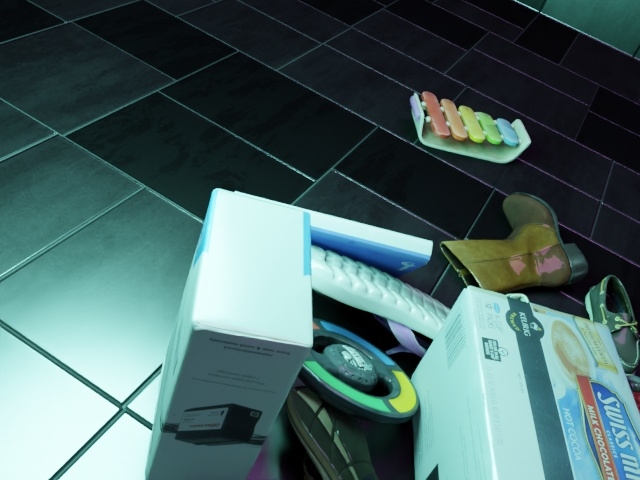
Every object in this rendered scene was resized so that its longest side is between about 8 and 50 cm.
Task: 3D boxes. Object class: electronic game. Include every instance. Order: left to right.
[{"bbox_3d":[0.043,0.185,0.974,0.229,0.048,0.229,28,15,-8],"label":"electronic game"}]

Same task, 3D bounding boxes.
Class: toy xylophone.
[{"bbox_3d":[0.365,-0.301,1.714,0.322,0.081,0.236,5,41,-19],"label":"toy xylophone"}]

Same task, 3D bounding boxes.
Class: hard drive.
[{"bbox_3d":[0.000,0.000,1.117,0.318,0.210,0.040,14,76,-9],"label":"hard drive"}]

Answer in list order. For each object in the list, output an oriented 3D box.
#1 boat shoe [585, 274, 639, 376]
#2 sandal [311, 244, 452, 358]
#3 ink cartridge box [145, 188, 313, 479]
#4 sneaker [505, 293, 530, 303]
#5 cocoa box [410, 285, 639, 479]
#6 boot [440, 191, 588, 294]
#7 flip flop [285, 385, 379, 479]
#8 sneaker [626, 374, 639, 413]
[{"bbox_3d":[0.568,0.159,1.283,0.081,0.069,0.228,16,39,-6],"label":"boat shoe"},{"bbox_3d":[0.123,0.130,1.089,0.416,0.102,0.169,28,13,-15],"label":"sandal"},{"bbox_3d":[-0.115,0.131,0.818,0.129,0.307,0.223,13,39,-14],"label":"ink cartridge box"},{"bbox_3d":[0.331,0.132,1.136,0.064,0.086,0.192,39,15,28],"label":"sneaker"},{"bbox_3d":[0.268,0.277,0.880,0.228,0.231,0.347,15,39,-7],"label":"cocoa box"},{"bbox_3d":[0.369,0.008,1.381,0.280,0.096,0.264,-8,54,-21],"label":"boot"},{"bbox_3d":[0.027,0.313,0.855,0.112,0.080,0.277,1,52,-57],"label":"flip flop"},{"bbox_3d":[0.460,0.274,1.008,0.104,0.262,0.125,-27,38,6],"label":"sneaker"}]
